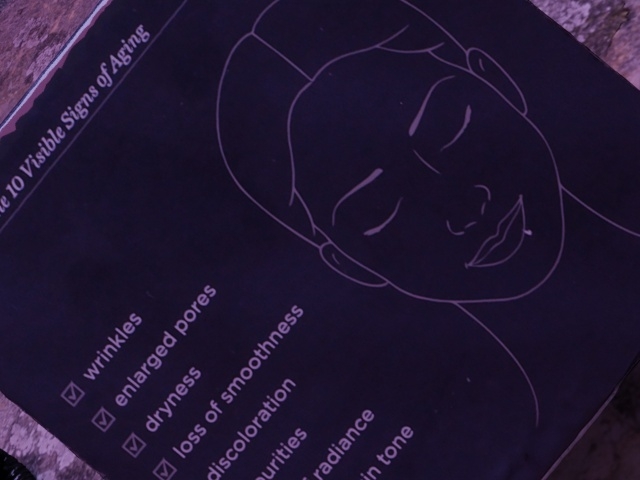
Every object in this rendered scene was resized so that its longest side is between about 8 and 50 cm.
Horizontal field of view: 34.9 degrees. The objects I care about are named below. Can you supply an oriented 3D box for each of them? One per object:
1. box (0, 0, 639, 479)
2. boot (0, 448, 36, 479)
[{"bbox_3d":[0.000,0.000,0.864,0.480,0.471,0.297,-50,0,2],"label":"box"},{"bbox_3d":[-0.546,0.389,1.443,0.348,0.131,0.260,23,85,41],"label":"boot"}]
